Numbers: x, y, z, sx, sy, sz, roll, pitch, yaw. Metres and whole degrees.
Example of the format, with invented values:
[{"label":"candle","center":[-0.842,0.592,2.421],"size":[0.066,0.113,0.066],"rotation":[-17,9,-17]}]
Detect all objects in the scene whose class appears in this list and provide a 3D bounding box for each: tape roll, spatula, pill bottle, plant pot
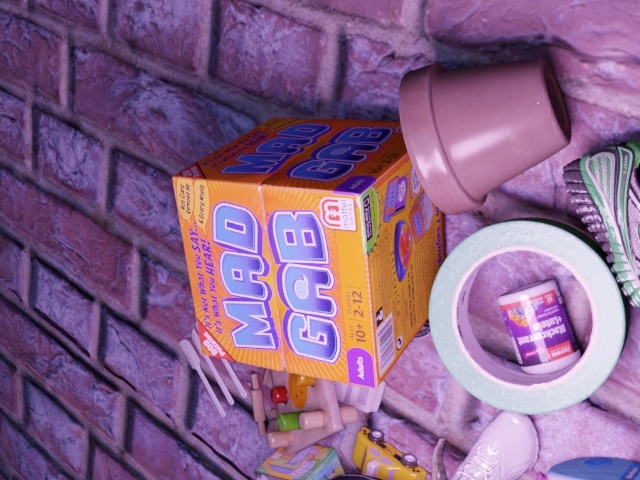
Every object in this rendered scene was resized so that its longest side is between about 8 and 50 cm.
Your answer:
[{"label":"tape roll","center":[0.343,0.124,1.456],"size":[0.321,0.077,0.321],"rotation":[2,96,25]},{"label":"spatula","center":[-0.283,0.334,2.295],"size":[0.168,0.019,0.242],"rotation":[-45,70,40]},{"label":"pill bottle","center":[0.392,0.174,1.541],"size":[0.108,0.108,0.193],"rotation":[-22,86,45]},{"label":"plant pot","center":[0.288,-0.197,1.473],"size":[0.229,0.263,0.263],"rotation":[-18,89,26]}]

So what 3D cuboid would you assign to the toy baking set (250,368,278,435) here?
[{"label":"toy baking set","center":[-0.095,0.430,2.132],"size":[0.197,0.030,0.256],"rotation":[7,106,42]}]

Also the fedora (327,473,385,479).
[{"label":"fedora","center":[0.089,0.647,1.807],"size":[0.334,0.152,0.334],"rotation":[16,124,25]}]

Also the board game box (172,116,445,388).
[{"label":"board game box","center":[0.000,0.000,1.603],"size":[0.356,0.356,0.356],"rotation":[7,117,27]}]

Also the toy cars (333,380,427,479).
[{"label":"toy cars","center":[0.088,0.399,1.909],"size":[0.176,0.087,0.394],"rotation":[-33,78,43]}]

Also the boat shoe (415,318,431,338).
[{"label":"boat shoe","center":[0.216,0.158,1.752],"size":[0.142,0.040,0.049],"rotation":[-42,72,42]}]

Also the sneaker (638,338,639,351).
[{"label":"sneaker","center":[0.605,0.210,1.348],"size":[0.236,0.095,0.104],"rotation":[38,118,8]}]

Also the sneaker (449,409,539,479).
[{"label":"sneaker","center":[0.317,0.443,1.673],"size":[0.111,0.129,0.297],"rotation":[39,124,32]}]

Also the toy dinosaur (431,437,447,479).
[{"label":"toy dinosaur","center":[0.229,0.543,1.822],"size":[0.118,0.064,0.268],"rotation":[-11,95,16]}]

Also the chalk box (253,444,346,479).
[{"label":"chalk box","center":[-0.021,0.559,2.010],"size":[0.213,0.132,0.132],"rotation":[-1,115,43]}]

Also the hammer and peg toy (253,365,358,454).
[{"label":"hammer and peg toy","center":[-0.066,0.328,1.929],"size":[0.361,0.127,0.266],"rotation":[-42,55,55]}]

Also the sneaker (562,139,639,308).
[{"label":"sneaker","center":[0.518,0.002,1.359],"size":[0.146,0.134,0.343],"rotation":[-31,87,27]}]

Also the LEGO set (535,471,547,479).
[{"label":"LEGO set","center":[0.386,0.539,1.663],"size":[0.087,0.093,0.227],"rotation":[38,102,-12]}]

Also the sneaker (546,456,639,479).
[{"label":"sneaker","center":[0.536,0.489,1.480],"size":[0.319,0.127,0.208],"rotation":[-1,99,45]}]
